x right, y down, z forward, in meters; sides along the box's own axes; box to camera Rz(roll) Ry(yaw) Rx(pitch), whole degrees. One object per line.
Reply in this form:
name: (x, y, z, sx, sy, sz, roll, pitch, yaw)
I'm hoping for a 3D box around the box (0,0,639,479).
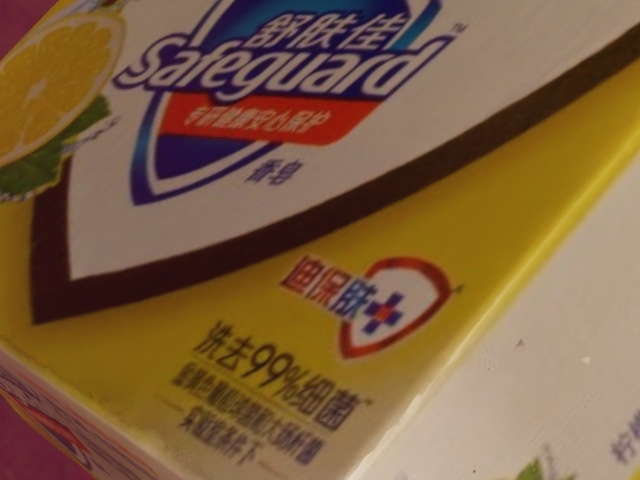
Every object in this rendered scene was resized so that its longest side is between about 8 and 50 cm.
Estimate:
box: (0.000, 0.000, 0.474, 0.097, 0.168, 0.265, 50, -13, -33)
